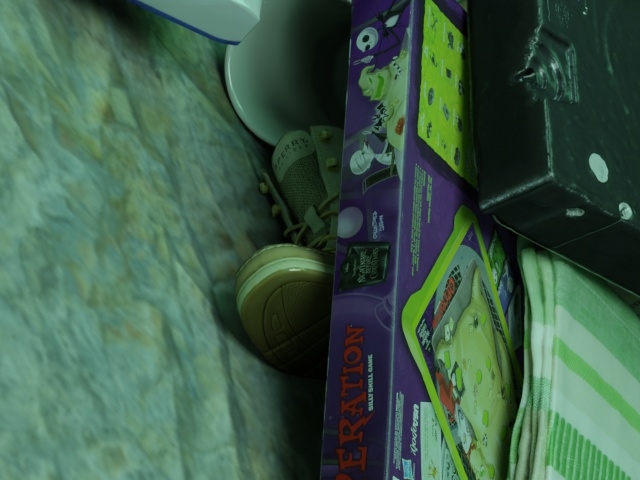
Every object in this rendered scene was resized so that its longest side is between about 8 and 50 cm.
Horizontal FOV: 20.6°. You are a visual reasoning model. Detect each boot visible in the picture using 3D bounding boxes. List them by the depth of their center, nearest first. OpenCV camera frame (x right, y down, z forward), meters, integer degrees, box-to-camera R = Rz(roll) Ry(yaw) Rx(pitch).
[{"bbox_3d":[0.000,0.000,1.070,0.213,0.077,0.165,23,37,-53],"label":"boot"}]

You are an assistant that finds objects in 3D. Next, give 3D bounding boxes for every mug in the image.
[{"bbox_3d":[0.030,-0.104,1.221,0.150,0.113,0.169,48,17,12],"label":"mug"}]

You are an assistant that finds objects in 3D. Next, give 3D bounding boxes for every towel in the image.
[{"bbox_3d":[0.170,0.187,1.042,0.248,0.038,0.324,41,46,-43],"label":"towel"}]

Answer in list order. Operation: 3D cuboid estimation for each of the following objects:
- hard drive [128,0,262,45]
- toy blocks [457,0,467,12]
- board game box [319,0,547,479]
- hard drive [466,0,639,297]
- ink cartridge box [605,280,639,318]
[{"bbox_3d":[-0.120,-0.288,1.108,0.210,0.040,0.318,23,49,-22],"label":"hard drive"},{"bbox_3d":[0.185,-0.381,1.570,0.309,0.260,0.288,67,1,-63],"label":"toy blocks"},{"bbox_3d":[0.075,0.036,1.015,0.208,0.056,0.346,34,52,-48],"label":"board game box"},{"bbox_3d":[0.221,-0.070,1.112,0.339,0.064,0.236,24,55,-39],"label":"hard drive"},{"bbox_3d":[0.207,0.014,1.281,0.278,0.201,0.117,42,26,-26],"label":"ink cartridge box"}]
